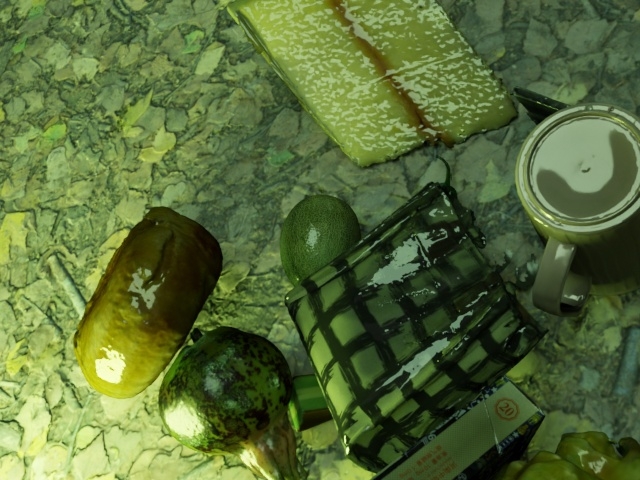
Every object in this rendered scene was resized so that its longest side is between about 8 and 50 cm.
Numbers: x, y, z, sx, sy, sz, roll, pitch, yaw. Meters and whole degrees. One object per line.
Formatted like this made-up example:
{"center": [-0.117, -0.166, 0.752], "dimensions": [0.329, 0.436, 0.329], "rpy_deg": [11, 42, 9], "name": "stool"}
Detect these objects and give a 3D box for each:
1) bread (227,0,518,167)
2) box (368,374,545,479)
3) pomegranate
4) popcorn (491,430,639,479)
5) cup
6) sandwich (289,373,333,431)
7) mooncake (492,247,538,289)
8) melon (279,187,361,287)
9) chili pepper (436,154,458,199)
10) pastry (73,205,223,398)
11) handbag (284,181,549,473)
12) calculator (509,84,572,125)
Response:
{"center": [0.086, -0.324, 1.904], "dimensions": [0.346, 0.242, 0.405], "rpy_deg": [-33, 52, 10], "name": "bread"}
{"center": [0.152, 0.335, 1.462], "dimensions": [0.310, 0.198, 0.084], "rpy_deg": [-33, 65, -23], "name": "box"}
{"center": [-0.117, 0.262, 1.711], "dimensions": [0.277, 0.222, 0.204], "rpy_deg": [27, 67, 0], "name": "pomegranate"}
{"center": [0.324, 0.424, 1.373], "dimensions": [0.290, 0.325, 0.321], "rpy_deg": [10, 25, 33], "name": "popcorn"}
{"center": [0.388, -0.037, 1.574], "dimensions": [0.288, 0.273, 0.208], "rpy_deg": [-41, 61, 5], "name": "cup"}
{"center": [0.012, 0.260, 1.752], "dimensions": [0.117, 0.074, 0.074], "rpy_deg": [-6, 55, -15], "name": "sandwich"}
{"center": [0.175, 0.092, 1.735], "dimensions": [0.347, 0.057, 0.150], "rpy_deg": [-4, 71, 21], "name": "mooncake"}
{"center": [0.000, 0.000, 1.814], "dimensions": [0.139, 0.139, 0.192], "rpy_deg": [-5, 68, 23], "name": "melon"}
{"center": [0.174, -0.011, 1.785], "dimensions": [0.122, 0.065, 0.279], "rpy_deg": [20, 70, 46], "name": "chili pepper"}
{"center": [-0.300, 0.103, 1.815], "dimensions": [0.356, 0.164, 0.356], "rpy_deg": [-50, 18, 23], "name": "pastry"}
{"center": [0.130, 0.122, 1.580], "dimensions": [0.327, 0.162, 0.325], "rpy_deg": [-41, 43, 15], "name": "handbag"}
{"center": [0.434, -0.174, 1.692], "dimensions": [0.262, 0.161, 0.021], "rpy_deg": [26, 89, 32], "name": "calculator"}
